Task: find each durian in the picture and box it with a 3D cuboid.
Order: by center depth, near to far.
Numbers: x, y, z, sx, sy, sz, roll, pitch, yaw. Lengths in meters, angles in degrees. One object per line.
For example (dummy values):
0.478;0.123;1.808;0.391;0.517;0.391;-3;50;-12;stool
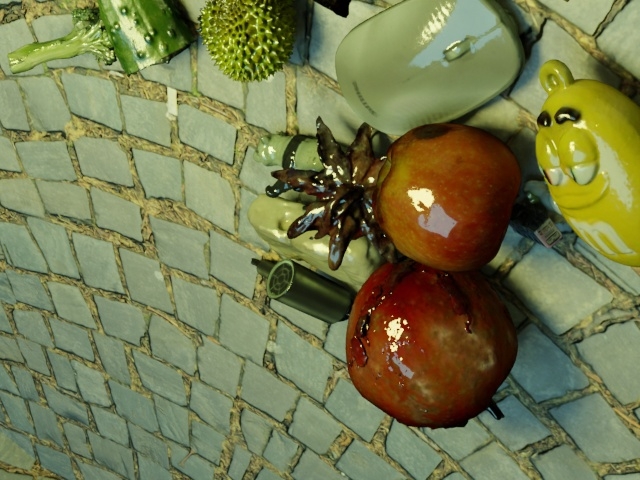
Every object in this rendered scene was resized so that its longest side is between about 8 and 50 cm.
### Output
-0.104;-0.343;1.905;0.146;0.159;0.198;2;93;28;durian

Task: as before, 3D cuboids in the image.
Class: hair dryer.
-0.046;0.079;2.289;0.195;0.078;0.248;28;-179;-36;hair dryer

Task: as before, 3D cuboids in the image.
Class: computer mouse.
0.150;-0.259;1.806;0.197;0.095;0.331;50;141;-14;computer mouse

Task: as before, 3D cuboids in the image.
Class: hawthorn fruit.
0.174;0.169;2.019;0.316;0.316;0.316;23;137;24;hawthorn fruit

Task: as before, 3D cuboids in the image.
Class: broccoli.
-0.458;-0.348;2.177;0.122;0.204;0.118;-132;24;-58;broccoli

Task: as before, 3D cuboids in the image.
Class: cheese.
0.001;-0.002;2.129;0.263;0.093;0.159;23;172;28;cheese

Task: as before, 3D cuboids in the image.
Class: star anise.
0.045;-0.082;1.936;0.272;0.272;0.102;37;-179;9;star anise

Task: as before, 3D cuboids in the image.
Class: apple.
0.185;-0.067;1.822;0.230;0.230;0.230;23;137;24;apple

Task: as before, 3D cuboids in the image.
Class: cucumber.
-0.320;-0.407;2.065;0.134;0.134;0.244;-14;110;47;cucumber

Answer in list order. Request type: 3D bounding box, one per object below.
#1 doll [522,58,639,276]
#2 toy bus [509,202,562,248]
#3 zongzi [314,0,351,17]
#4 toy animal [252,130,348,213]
0.435;-0.033;1.716;0.423;0.161;0.348;42;159;15;doll
0.321;-0.023;1.856;0.052;0.037;0.130;46;178;-16;toy bus
-0.045;-0.524;1.659;0.383;0.319;0.362;30;132;-9;zongzi
-0.019;-0.118;2.071;0.225;0.094;0.121;24;119;35;toy animal
